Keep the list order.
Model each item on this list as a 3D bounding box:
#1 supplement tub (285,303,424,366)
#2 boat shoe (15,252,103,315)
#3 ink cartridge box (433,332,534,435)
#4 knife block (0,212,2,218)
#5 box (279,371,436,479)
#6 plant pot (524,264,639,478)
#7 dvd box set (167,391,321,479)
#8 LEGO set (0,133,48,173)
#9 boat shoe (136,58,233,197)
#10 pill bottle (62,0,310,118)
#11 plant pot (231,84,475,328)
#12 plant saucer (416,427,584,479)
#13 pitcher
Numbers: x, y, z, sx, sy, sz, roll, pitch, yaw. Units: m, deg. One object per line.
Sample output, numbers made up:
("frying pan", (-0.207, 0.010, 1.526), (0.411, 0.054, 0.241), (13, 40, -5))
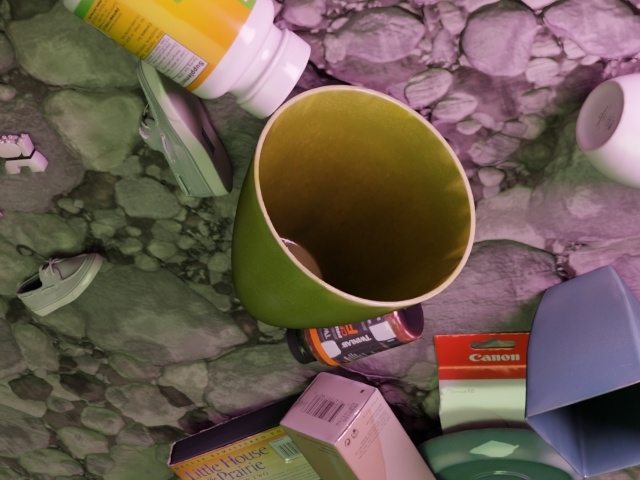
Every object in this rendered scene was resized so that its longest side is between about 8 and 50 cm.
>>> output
("supplement tub", (0.047, 0.125, 1.259), (0.197, 0.106, 0.106), (-23, 126, 27))
("boat shoe", (-0.404, 0.057, 1.303), (0.184, 0.066, 0.063), (-24, 127, 40))
("ink cartridge box", (0.284, 0.246, 1.374), (0.189, 0.066, 0.232), (-3, 137, 13))
("knife block", (-0.619, -0.031, 1.247), (0.275, 0.242, 0.088), (36, 150, 41))
("box", (0.082, 0.379, 1.431), (0.148, 0.121, 0.311), (5, 135, 49))
("plant pot", (0.383, 0.162, 1.150), (0.165, 0.234, 0.165), (-26, 125, 31))
("dvd box set", (-0.042, 0.476, 1.608), (0.307, 0.062, 0.420), (-25, 123, 20))
("LEGO set", (-0.500, -0.107, 1.137), (0.227, 0.087, 0.093), (-3, 133, 11))
("boat shoe", (-0.186, -0.136, 1.063), (0.081, 0.079, 0.227), (-12, 134, 14))
("pill bottle", (-0.137, -0.240, 0.915), (0.245, 0.136, 0.136), (32, 130, -21))
("plant pot", (0.000, 0.000, 1.068), (0.274, 0.275, 0.293), (24, 149, -13))
("plant saucer", (0.315, 0.408, 1.487), (0.317, 0.044, 0.318), (3, 145, 2))
("pitcher", (0.410, -0.135, 0.955), (0.207, 0.125, 0.178), (14, 114, -19))
